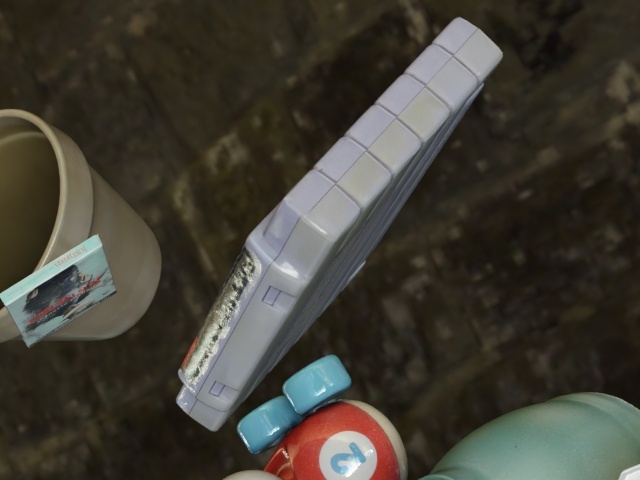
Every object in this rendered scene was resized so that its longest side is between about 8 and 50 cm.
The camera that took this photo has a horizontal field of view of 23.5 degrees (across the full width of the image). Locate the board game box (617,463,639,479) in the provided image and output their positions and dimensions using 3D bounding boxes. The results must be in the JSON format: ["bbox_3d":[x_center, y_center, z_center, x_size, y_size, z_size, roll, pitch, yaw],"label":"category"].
[{"bbox_3d":[0.483,0.299,1.205,0.389,0.390,0.050,-22,161,4],"label":"board game box"}]

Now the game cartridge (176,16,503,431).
[{"bbox_3d":[0.000,0.000,1.183,0.230,0.068,0.355,-42,171,-32],"label":"game cartridge"}]

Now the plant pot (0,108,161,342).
[{"bbox_3d":[-0.382,0.012,2.158,0.323,0.323,0.280,-29,148,25],"label":"plant pot"}]

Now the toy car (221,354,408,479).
[{"bbox_3d":[-0.041,0.281,1.635,0.238,0.219,0.210,-23,166,-42],"label":"toy car"}]

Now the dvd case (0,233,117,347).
[{"bbox_3d":[-0.203,0.041,1.205,0.087,0.013,0.119,-33,166,-13],"label":"dvd case"}]

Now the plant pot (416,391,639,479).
[{"bbox_3d":[0.188,0.295,1.432,0.196,0.293,0.293,-2,161,-33],"label":"plant pot"}]
